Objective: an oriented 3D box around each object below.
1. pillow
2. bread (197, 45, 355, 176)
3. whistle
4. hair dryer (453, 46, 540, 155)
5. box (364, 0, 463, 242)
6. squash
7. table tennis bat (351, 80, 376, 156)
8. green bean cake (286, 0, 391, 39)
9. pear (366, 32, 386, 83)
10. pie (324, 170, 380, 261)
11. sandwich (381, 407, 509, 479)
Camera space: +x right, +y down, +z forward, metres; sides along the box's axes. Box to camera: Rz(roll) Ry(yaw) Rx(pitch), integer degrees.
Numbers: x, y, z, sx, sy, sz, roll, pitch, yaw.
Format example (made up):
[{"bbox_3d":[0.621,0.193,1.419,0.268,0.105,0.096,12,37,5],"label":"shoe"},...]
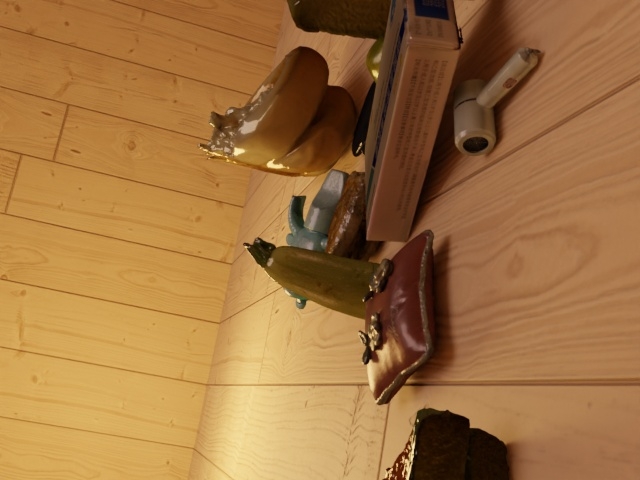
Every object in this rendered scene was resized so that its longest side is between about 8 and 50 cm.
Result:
[{"bbox_3d":[0.093,0.097,0.931,0.171,0.075,0.179,121,157,-51],"label":"pillow"},{"bbox_3d":[-0.084,-0.234,1.601,0.329,0.245,0.424,-39,12,-8],"label":"bread"},{"bbox_3d":[0.000,0.000,1.410,0.186,0.093,0.274,21,96,51],"label":"whistle"},{"bbox_3d":[0.198,-0.164,0.832,0.137,0.047,0.082,132,149,-51],"label":"hair dryer"},{"bbox_3d":[0.112,-0.179,0.995,0.343,0.065,0.200,98,176,-50],"label":"box"},{"bbox_3d":[-0.011,0.045,1.121,0.094,0.224,0.094,-160,90,-80],"label":"squash"},{"bbox_3d":[0.085,-0.210,1.350,0.236,0.027,0.150,-87,15,-62],"label":"table tennis bat"},{"bbox_3d":[0.072,-0.450,1.186,0.233,0.236,0.124,112,152,-42],"label":"green bean cake"},{"bbox_3d":[0.117,-0.295,1.207,0.092,0.092,0.097,-112,37,-69],"label":"pear"},{"bbox_3d":[0.053,-0.027,1.221,0.163,0.079,0.193,-91,18,-48],"label":"pie"},{"bbox_3d":[0.099,0.259,0.695,0.160,0.109,0.185,137,150,-69],"label":"sandwich"}]
